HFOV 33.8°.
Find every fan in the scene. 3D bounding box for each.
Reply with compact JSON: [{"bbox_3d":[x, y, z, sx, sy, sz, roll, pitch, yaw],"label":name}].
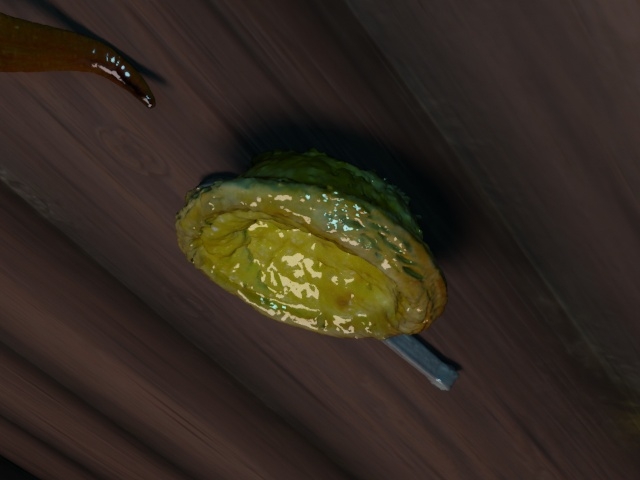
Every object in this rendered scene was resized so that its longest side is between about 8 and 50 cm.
[{"bbox_3d":[0.012,0.038,0.820,0.282,0.023,0.057,42,150,-29],"label":"fan"}]

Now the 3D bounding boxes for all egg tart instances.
[{"bbox_3d":[0.000,0.000,0.686,0.191,0.074,0.191,20,155,10],"label":"egg tart"}]

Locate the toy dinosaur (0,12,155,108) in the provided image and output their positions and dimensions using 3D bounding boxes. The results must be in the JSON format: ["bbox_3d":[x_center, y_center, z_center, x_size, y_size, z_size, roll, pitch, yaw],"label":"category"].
[{"bbox_3d":[-0.325,-0.159,0.611,0.208,0.097,0.432,-41,123,18],"label":"toy dinosaur"}]
